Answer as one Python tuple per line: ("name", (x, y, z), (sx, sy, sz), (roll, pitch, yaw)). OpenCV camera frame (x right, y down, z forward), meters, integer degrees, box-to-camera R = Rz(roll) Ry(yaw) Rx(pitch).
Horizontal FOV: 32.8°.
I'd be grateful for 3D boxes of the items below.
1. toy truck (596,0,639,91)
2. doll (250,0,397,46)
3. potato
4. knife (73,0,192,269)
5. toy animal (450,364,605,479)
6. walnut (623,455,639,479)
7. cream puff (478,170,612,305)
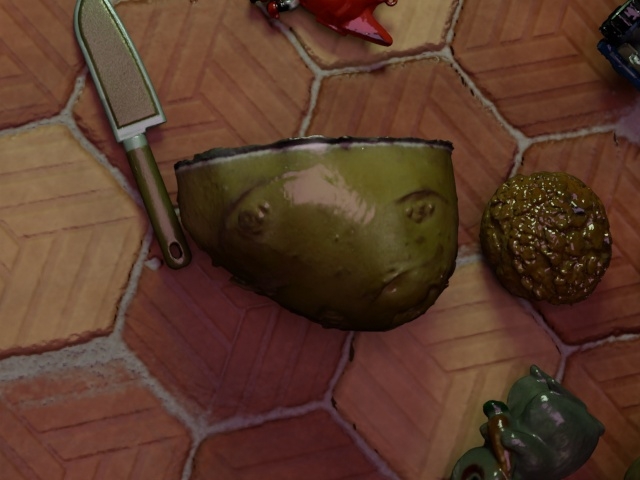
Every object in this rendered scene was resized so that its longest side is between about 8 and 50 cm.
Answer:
("toy truck", (0.417, -0.271, 1.274), (0.113, 0.126, 0.208), (44, 77, -4))
("doll", (0.005, -0.285, 1.240), (0.169, 0.057, 0.109), (7, 88, -10))
("potato", (0.000, 0.000, 1.132), (0.300, 0.246, 0.196), (-2, 84, -3))
("knife", (-0.204, -0.133, 1.213), (0.061, 0.027, 0.343), (-22, 88, -8))
("toy animal", (0.213, 0.257, 1.218), (0.138, 0.108, 0.236), (36, 83, -6))
("walnut", (0.469, 0.306, 1.184), (0.277, 0.253, 0.282), (36, 83, -7))
("cream puff", (0.261, -0.004, 1.236), (0.165, 0.115, 0.150), (37, 79, -7))
